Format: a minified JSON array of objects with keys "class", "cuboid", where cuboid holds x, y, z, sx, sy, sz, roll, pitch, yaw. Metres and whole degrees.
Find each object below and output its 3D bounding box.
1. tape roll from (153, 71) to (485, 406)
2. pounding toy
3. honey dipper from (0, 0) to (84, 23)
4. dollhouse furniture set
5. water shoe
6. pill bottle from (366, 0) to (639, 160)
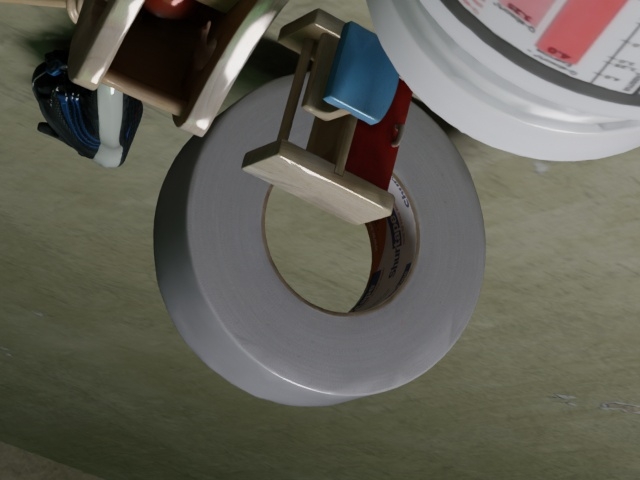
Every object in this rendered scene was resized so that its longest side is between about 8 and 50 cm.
[{"class":"tape roll","cuboid":[0.000,0.000,1.133,0.219,0.219,0.072,23,159,-20]},{"class":"pounding toy","cuboid":[-0.091,-0.158,0.861,0.154,0.154,0.269,23,159,-20]},{"class":"honey dipper","cuboid":[-0.198,-0.161,1.126,0.160,0.030,0.030,7,159,27]},{"class":"dollhouse furniture set","cuboid":[0.068,-0.104,0.842,0.129,0.184,0.129,25,159,-27]},{"class":"water shoe","cuboid":[-0.170,-0.104,1.200,0.080,0.073,0.203,19,160,-3]},{"class":"pill bottle","cuboid":[0.132,-0.165,0.583,0.210,0.210,0.363,17,161,-5]}]
